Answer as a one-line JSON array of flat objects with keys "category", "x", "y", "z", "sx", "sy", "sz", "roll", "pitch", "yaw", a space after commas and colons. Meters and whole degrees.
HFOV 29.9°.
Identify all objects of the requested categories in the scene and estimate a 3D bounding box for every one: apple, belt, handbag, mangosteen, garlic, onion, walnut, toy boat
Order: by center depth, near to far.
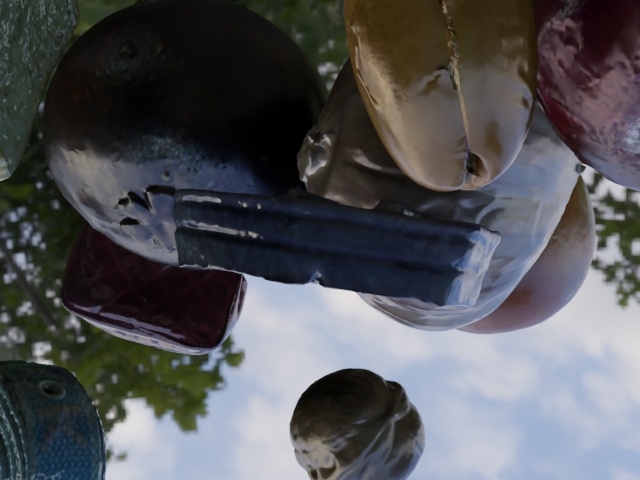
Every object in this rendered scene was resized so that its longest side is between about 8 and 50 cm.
[{"category": "onion", "x": 0.234, "y": -0.149, "z": 0.810, "sx": 0.207, "sy": 0.206, "sz": 0.216, "roll": -17, "pitch": -129, "yaw": 31}, {"category": "belt", "x": -0.226, "y": 0.160, "z": 0.907, "sx": 0.082, "sy": 0.147, "sz": 0.163, "roll": 3, "pitch": -148, "yaw": -41}, {"category": "toy boat", "x": 0.000, "y": 0.000, "z": 0.976, "sx": 0.283, "sy": 0.078, "sz": 0.127, "roll": 7, "pitch": 180, "yaw": 24}, {"category": "garlic", "x": 0.109, "y": -0.079, "z": 1.147, "sx": 0.259, "sy": 0.317, "sz": 0.317, "roll": 1, "pitch": -160, "yaw": -11}, {"category": "walnut", "x": 0.037, "y": 0.203, "z": 1.256, "sx": 0.140, "sy": 0.140, "sz": 0.162, "roll": -19, "pitch": 163, "yaw": -38}, {"category": "mangosteen", "x": -0.137, "y": -0.126, "z": 1.300, "sx": 0.330, "sy": 0.330, "sz": 0.330, "roll": -2, "pitch": -159, "yaw": 1}, {"category": "apple", "x": 0.205, "y": -0.016, "z": 1.452, "sx": 0.254, "sy": 0.253, "sz": 0.253, "roll": -2, "pitch": -159, "yaw": 1}, {"category": "handbag", "x": -0.206, "y": 0.056, "z": 1.488, "sx": 0.225, "sy": 0.146, "sz": 0.135, "roll": 17, "pitch": 173, "yaw": -4}]

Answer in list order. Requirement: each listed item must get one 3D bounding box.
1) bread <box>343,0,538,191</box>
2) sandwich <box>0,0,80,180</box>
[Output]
[{"category": "bread", "x": 0.077, "y": -0.115, "z": 0.724, "sx": 0.114, "sy": 0.189, "sz": 0.077, "roll": -17, "pitch": -163, "yaw": -10}, {"category": "sandwich", "x": -0.271, "y": -0.205, "z": 0.884, "sx": 0.095, "sy": 0.273, "sz": 0.249, "roll": 2, "pitch": -133, "yaw": 7}]
